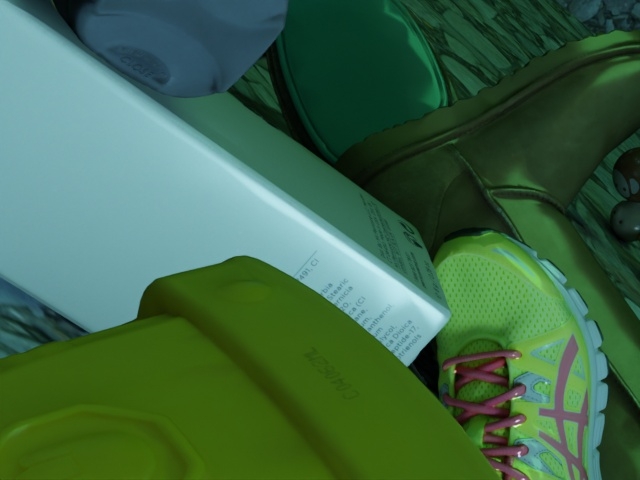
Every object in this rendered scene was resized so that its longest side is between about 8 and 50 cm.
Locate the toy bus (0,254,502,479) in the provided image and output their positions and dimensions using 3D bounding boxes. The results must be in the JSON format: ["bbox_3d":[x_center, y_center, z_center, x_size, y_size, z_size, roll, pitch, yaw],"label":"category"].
[{"bbox_3d":[-0.073,0.135,0.363,0.211,0.220,0.149,-12,37,-32],"label":"toy bus"}]

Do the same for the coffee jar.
[{"bbox_3d":[-0.088,-0.140,0.739,0.096,0.079,0.184,31,17,-45],"label":"coffee jar"}]

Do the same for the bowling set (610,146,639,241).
[{"bbox_3d":[0.348,-0.020,1.733,0.199,0.154,0.287,14,29,-22],"label":"bowling set"}]

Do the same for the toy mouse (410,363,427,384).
[{"bbox_3d":[0.000,0.000,1.045,0.161,0.031,0.143,34,19,-27],"label":"toy mouse"}]

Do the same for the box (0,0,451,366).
[{"bbox_3d":[-0.080,-0.020,0.786,0.275,0.113,0.094,36,18,-23],"label":"box"}]

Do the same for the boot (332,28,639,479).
[{"bbox_3d":[0.159,0.031,0.996,0.269,0.236,0.089,59,-12,23],"label":"boot"}]

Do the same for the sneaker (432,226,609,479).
[{"bbox_3d":[0.089,0.097,0.827,0.094,0.081,0.209,-19,95,-55],"label":"sneaker"}]

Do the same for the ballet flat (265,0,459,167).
[{"bbox_3d":[0.062,-0.034,1.144,0.342,0.116,0.124,55,-15,23],"label":"ballet flat"}]
